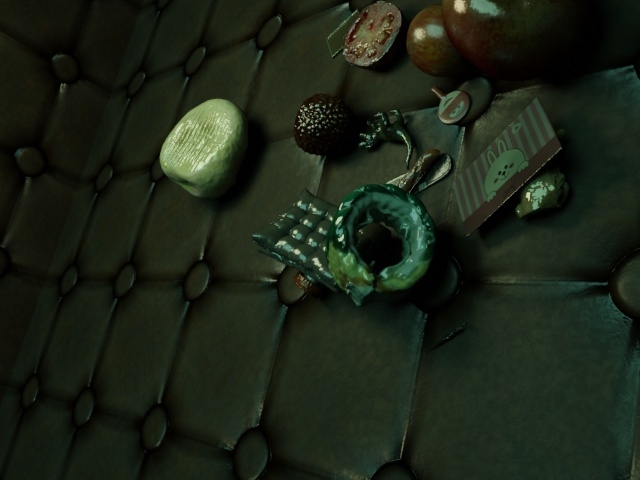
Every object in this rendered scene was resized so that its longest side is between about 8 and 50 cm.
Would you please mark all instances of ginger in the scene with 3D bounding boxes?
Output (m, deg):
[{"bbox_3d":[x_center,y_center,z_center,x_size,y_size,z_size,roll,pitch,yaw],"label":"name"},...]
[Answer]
[{"bbox_3d":[0.479,-0.152,1.548,0.137,0.074,0.214,-12,65,37],"label":"ginger"}]

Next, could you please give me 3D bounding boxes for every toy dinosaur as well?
[{"bbox_3d":[0.198,-0.269,1.949,0.187,0.087,0.179,-20,89,58],"label":"toy dinosaur"}]

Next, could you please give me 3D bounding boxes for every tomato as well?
[{"bbox_3d":[0.175,-0.607,2.106,0.224,0.085,0.225,-20,57,34],"label":"tomato"}]

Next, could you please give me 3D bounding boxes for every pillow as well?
[{"bbox_3d":[0.000,0.000,1.859,0.326,0.101,0.228,28,64,34],"label":"pillow"}]

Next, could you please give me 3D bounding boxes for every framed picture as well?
[{"bbox_3d":[0.082,-0.684,2.302,0.149,0.011,0.109,-37,47,27],"label":"framed picture"}]

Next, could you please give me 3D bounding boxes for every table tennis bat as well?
[{"bbox_3d":[0.341,-0.368,1.855,0.098,0.019,0.155,-48,45,17],"label":"table tennis bat"}]

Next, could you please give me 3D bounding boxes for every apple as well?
[{"bbox_3d":[0.451,-0.534,1.596,0.348,0.277,0.349,-5,68,14],"label":"apple"},{"bbox_3d":[0.327,-0.521,1.820,0.173,0.188,0.188,19,83,40],"label":"apple"}]

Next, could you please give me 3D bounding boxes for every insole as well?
[{"bbox_3d":[0.222,-0.136,1.855,0.309,0.012,0.110,-30,49,33],"label":"insole"}]

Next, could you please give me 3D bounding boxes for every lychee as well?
[{"bbox_3d":[0.019,-0.338,2.062,0.188,0.188,0.188,-24,53,36],"label":"lychee"}]

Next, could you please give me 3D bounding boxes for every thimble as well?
[{"bbox_3d":[0.139,0.015,1.666,0.167,0.254,0.288,104,-179,-68],"label":"thimble"}]

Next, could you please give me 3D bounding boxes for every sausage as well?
[{"bbox_3d":[0.252,-0.178,1.810,0.158,0.042,0.036,-49,4,13],"label":"sausage"}]

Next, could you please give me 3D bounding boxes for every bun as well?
[{"bbox_3d":[-0.385,-0.311,2.439,0.360,0.213,0.361,-12,62,24],"label":"bun"}]

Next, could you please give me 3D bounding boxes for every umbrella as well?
[{"bbox_3d":[0.294,0.218,1.584,0.122,0.022,0.013,-45,68,35],"label":"umbrella"}]

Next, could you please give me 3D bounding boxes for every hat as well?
[{"bbox_3d":[0.006,0.077,1.910,0.162,0.093,0.112,-51,6,2],"label":"hat"}]

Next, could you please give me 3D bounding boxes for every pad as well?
[{"bbox_3d":[0.416,-0.168,1.595,0.300,0.005,0.202,-48,29,35],"label":"pad"}]
